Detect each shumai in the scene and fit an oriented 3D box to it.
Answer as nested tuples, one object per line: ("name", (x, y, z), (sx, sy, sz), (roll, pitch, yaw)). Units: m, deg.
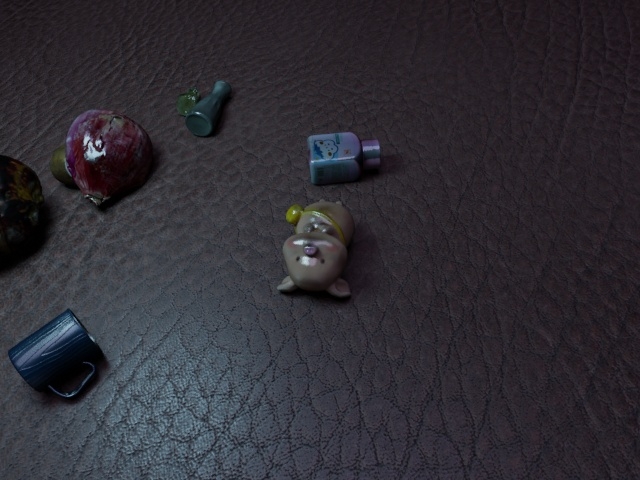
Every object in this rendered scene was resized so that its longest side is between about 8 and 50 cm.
("shumai", (-0.400, -0.430, 1.664), (0.082, 0.083, 0.080), (47, 30, 4))

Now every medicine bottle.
("medicine bottle", (0.063, -0.224, 1.422), (0.188, 0.094, 0.119), (-6, 52, 0))

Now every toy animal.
("toy animal", (-0.003, 0.000, 1.213), (0.165, 0.149, 0.247), (1, 56, 23))

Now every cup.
("cup", (-0.530, 0.234, 1.076), (0.138, 0.113, 0.150), (-38, 55, -22))

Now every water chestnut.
("water chestnut", (-0.826, -0.087, 1.289), (0.244, 0.289, 0.289), (-17, 41, 36))

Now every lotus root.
("lotus root", (-0.678, -0.215, 1.462), (0.081, 0.112, 0.122), (3, 51, 21))

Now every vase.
("vase", (-0.333, -0.411, 1.624), (0.086, 0.086, 0.214), (8, 47, 11))

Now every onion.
("onion", (-0.557, -0.226, 1.412), (0.227, 0.120, 0.283), (16, 60, -26))
